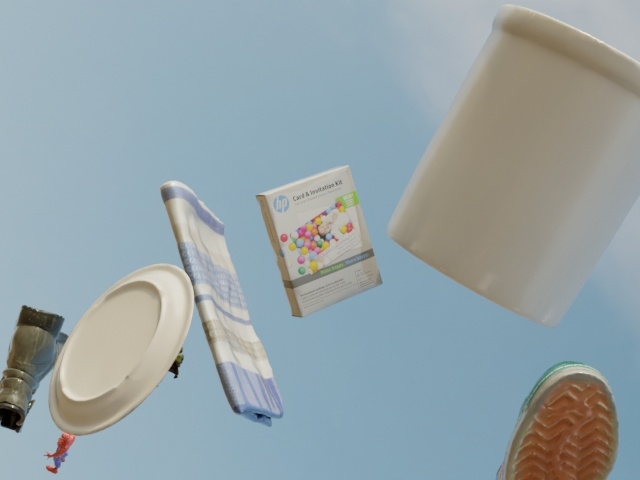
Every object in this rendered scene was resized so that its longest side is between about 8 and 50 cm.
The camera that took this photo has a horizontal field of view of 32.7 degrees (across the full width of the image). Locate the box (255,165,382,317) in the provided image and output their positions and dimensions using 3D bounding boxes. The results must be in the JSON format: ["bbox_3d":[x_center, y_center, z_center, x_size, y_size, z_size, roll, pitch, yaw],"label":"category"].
[{"bbox_3d":[0.000,0.000,1.586,0.038,0.145,0.186,0,-72,63],"label":"box"}]

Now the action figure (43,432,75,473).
[{"bbox_3d":[-0.380,0.305,1.591,0.030,0.038,0.115,36,-38,-1],"label":"action figure"}]

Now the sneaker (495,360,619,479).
[{"bbox_3d":[0.230,0.236,1.132,0.121,0.108,0.302,-89,-176,-61],"label":"sneaker"}]

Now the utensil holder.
[{"bbox_3d":[0.322,-0.106,1.644,0.327,0.327,0.385,34,-81,40],"label":"utensil holder"}]

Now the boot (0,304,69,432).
[{"bbox_3d":[-0.417,0.192,1.534,0.246,0.083,0.161,124,-17,-71],"label":"boot"}]

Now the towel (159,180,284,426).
[{"bbox_3d":[-0.113,0.078,1.296,0.209,0.034,0.285,55,15,-73],"label":"towel"}]

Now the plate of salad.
[{"bbox_3d":[-0.198,0.112,1.108,0.200,0.200,0.048,10,-27,50],"label":"plate of salad"}]
